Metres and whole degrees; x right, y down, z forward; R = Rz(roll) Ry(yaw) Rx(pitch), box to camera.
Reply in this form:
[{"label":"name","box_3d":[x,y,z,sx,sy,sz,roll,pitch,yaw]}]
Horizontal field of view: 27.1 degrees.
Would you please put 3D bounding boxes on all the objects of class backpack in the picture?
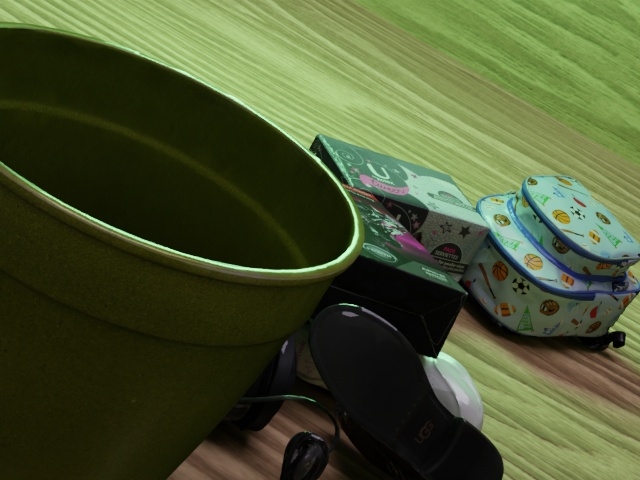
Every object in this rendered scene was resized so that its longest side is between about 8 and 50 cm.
[{"label":"backpack","box_3d":[0.333,0.030,2.000,0.263,0.213,0.276,-9,45,-40]}]

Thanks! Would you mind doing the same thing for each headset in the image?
[{"label":"headset","box_3d":[-0.131,0.149,1.343,0.243,0.185,0.394,9,13,-44]}]

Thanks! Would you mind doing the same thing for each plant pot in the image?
[{"label":"plant pot","box_3d":[-0.203,0.065,1.099,0.366,0.353,0.366,23,23,-10]}]

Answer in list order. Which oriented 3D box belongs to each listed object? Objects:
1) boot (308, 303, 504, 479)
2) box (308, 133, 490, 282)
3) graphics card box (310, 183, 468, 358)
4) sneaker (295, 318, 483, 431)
[{"label":"boot","box_3d":[0.057,0.177,1.354,0.263,0.091,0.229,49,-16,-7]},{"label":"box","box_3d":[0.092,-0.032,1.919,0.247,0.142,0.163,14,26,-29]},{"label":"graphics card box","box_3d":[0.000,0.000,1.576,0.233,0.094,0.371,20,14,-21]},{"label":"sneaker","box_3d":[0.045,0.155,1.523,0.305,0.114,0.152,30,21,32]}]
